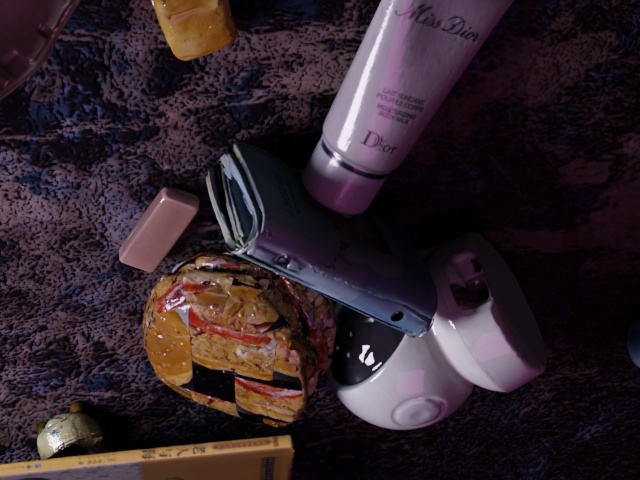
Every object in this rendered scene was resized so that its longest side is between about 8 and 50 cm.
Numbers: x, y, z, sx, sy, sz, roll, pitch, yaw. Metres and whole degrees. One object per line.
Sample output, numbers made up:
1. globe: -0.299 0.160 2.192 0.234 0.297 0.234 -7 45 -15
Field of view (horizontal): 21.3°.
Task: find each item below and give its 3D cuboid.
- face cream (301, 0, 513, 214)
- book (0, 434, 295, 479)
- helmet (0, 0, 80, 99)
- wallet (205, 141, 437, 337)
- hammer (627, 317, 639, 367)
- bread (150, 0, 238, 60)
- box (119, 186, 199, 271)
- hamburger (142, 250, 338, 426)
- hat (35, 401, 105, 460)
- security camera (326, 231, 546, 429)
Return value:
1. face cream: 0.081 -0.168 1.738 0.143 0.089 0.314 15 121 -26
2. book: -0.231 0.316 2.162 0.389 0.032 0.269 -5 154 -6
3. helmet: -0.307 -0.252 1.520 0.257 0.137 0.204 -52 162 16
4. wallet: 0.000 0.000 1.816 0.250 0.176 0.075 26 116 -33
5. hammer: 0.440 0.164 2.167 0.116 0.069 0.194 -6 142 -7
6. bread: -0.126 -0.233 1.633 0.074 0.053 0.132 -14 139 3
7. box: -0.179 -0.013 1.877 0.048 0.025 0.115 21 129 -23
8. hamburger: -0.095 0.109 1.931 0.231 0.107 0.231 14 138 13
9. hat: -0.313 0.237 2.090 0.077 0.059 0.076 -34 167 36
10. security camera: 0.119 0.118 1.960 0.236 0.194 0.194 -26 135 19
